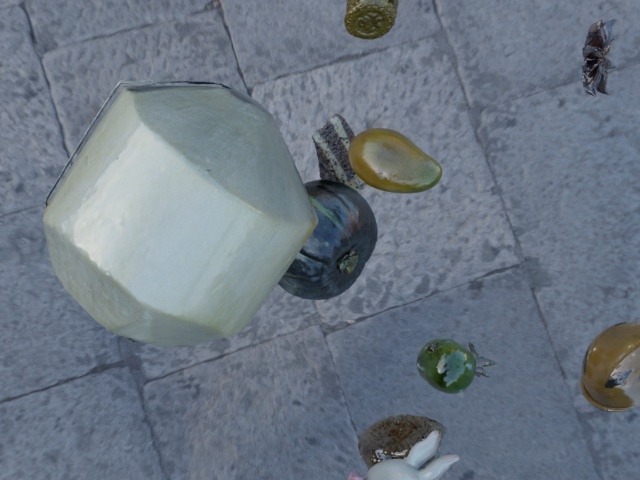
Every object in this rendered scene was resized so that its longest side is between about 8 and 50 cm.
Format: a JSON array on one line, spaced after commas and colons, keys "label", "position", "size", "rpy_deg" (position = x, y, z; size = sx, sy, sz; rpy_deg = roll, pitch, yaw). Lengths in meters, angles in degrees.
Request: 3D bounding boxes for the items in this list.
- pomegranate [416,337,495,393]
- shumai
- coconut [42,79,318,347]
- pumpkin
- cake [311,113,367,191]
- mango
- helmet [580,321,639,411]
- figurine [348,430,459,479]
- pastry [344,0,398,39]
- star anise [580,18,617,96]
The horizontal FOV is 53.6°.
[{"label": "pomegranate", "position": [0.342, 0.310, 1.594], "size": [0.191, 0.152, 0.131], "rpy_deg": [1, 103, -20]}, {"label": "shumai", "position": [0.197, 0.482, 1.364], "size": [0.218, 0.184, 0.185], "rpy_deg": [-25, 97, 35]}, {"label": "coconut", "position": [-0.157, -0.040, 0.761], "size": [0.322, 0.323, 0.323], "rpy_deg": [1, 84, -5]}, {"label": "pumpkin", "position": [0.000, 0.000, 1.650], "size": [0.241, 0.323, 0.323], "rpy_deg": [31, 81, 23]}, {"label": "cake", "position": [0.068, -0.217, 1.688], "size": [0.112, 0.246, 0.135], "rpy_deg": [-44, 71, -12]}, {"label": "mango", "position": [0.156, -0.169, 1.378], "size": [0.227, 0.099, 0.136], "rpy_deg": [29, 77, 30]}, {"label": "helmet", "position": [0.669, 0.258, 1.383], "size": [0.224, 0.198, 0.130], "rpy_deg": [-29, 112, -9]}, {"label": "figurine", "position": [0.091, 0.383, 0.904], "size": [0.235, 0.127, 0.155], "rpy_deg": [-23, 118, -20]}, {"label": "pastry", "position": [0.095, -0.432, 1.195], "size": [0.097, 0.109, 0.057], "rpy_deg": [29, 48, -41]}, {"label": "star anise", "position": [0.478, -0.316, 1.092], "size": [0.042, 0.141, 0.141], "rpy_deg": [14, 80, 37]}]
